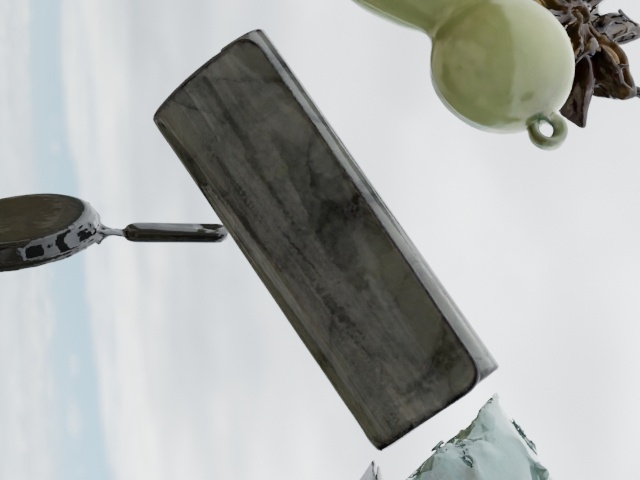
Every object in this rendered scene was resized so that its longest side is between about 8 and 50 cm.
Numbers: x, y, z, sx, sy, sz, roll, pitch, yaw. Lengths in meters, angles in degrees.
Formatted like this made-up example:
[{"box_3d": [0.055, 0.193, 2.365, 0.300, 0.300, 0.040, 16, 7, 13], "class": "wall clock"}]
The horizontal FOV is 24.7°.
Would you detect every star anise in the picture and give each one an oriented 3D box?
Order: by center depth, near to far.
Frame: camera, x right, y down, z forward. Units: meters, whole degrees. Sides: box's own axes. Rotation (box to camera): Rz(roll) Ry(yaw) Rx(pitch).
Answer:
[{"box_3d": [0.231, -0.159, 1.266, 0.234, 0.177, 0.073, 58, -36, 6], "class": "star anise"}]

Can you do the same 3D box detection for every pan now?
[{"box_3d": [-0.190, -0.010, 1.157, 0.136, 0.235, 0.028, -95, -177, -69], "class": "pan"}]

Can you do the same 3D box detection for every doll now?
[{"box_3d": [0.093, -0.186, 1.086, 0.296, 0.141, 0.117, 62, -20, 12], "class": "doll"}]

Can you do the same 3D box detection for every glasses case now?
[{"box_3d": [0.000, 0.000, 1.048, 0.299, 0.114, 0.060, 55, 25, 8], "class": "glasses case"}]

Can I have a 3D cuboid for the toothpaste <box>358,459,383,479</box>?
[{"box_3d": [0.029, 0.213, 1.145, 0.045, 0.028, 0.170, 62, 18, 3], "class": "toothpaste"}]

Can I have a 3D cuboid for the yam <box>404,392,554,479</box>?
[{"box_3d": [0.086, 0.272, 0.687, 0.348, 0.241, 0.241, 55, -25, 18], "class": "yam"}]
